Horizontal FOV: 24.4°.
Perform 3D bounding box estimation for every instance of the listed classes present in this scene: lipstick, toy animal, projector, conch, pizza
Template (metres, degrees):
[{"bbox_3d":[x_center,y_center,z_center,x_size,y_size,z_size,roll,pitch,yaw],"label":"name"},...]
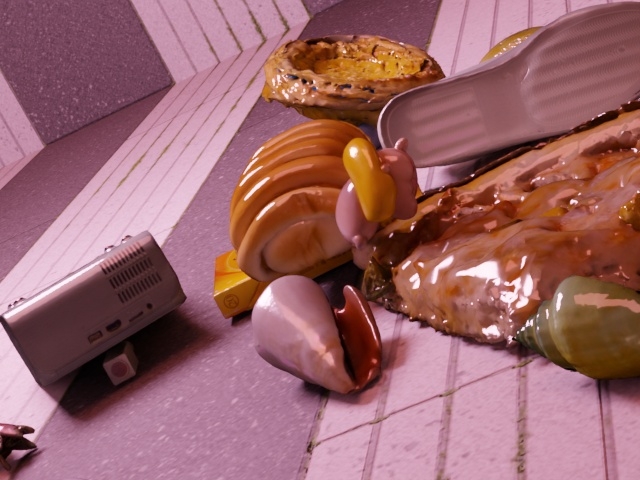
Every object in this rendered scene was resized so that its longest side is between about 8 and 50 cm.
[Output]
[{"bbox_3d":[-0.233,0.136,1.746,0.030,0.030,0.129,-28,11,2],"label":"lipstick"},{"bbox_3d":[0.066,-0.043,1.470,0.082,0.114,0.091,-3,27,-27],"label":"toy animal"},{"bbox_3d":[-0.280,0.079,1.789,0.198,0.108,0.250,-31,3,-13],"label":"projector"},{"bbox_3d":[0.001,0.086,1.389,0.104,0.094,0.176,11,1,-28],"label":"conch"},{"bbox_3d":[0.228,0.064,1.100,0.201,0.079,0.095,2,16,30],"label":"conch"},{"bbox_3d":[0.199,-0.022,1.425,0.392,0.080,0.435,-11,21,46],"label":"pizza"}]

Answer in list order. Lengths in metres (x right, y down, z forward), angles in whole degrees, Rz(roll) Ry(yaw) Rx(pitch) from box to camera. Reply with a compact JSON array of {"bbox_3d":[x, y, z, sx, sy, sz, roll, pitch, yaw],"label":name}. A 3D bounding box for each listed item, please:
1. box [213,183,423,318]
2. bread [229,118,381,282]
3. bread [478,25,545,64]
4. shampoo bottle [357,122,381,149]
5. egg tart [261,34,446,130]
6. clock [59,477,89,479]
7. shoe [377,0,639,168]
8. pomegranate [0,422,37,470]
[{"bbox_3d":[0.000,0.000,1.756,0.269,0.043,0.152,-26,15,6],"label":"box"},{"bbox_3d":[-0.018,-0.059,1.675,0.173,0.121,0.311,-24,16,9],"label":"bread"},{"bbox_3d":[0.271,-0.241,2.047,0.188,0.065,0.149,-15,25,35],"label":"bread"},{"bbox_3d":[0.004,-0.088,1.989,0.214,0.072,0.072,-41,20,-35],"label":"shampoo bottle"},{"bbox_3d":[0.054,-0.216,2.128,0.291,0.107,0.291,1,24,-1],"label":"egg tart"},{"bbox_3d":[-0.249,0.256,1.285,0.176,0.080,0.117,-13,22,42],"label":"clock"},{"bbox_3d":[0.247,-0.178,1.792,0.363,0.132,0.160,-21,-1,6],"label":"shoe"},{"bbox_3d":[-0.401,0.218,1.641,0.129,0.159,0.129,-45,-18,-19],"label":"pomegranate"}]
